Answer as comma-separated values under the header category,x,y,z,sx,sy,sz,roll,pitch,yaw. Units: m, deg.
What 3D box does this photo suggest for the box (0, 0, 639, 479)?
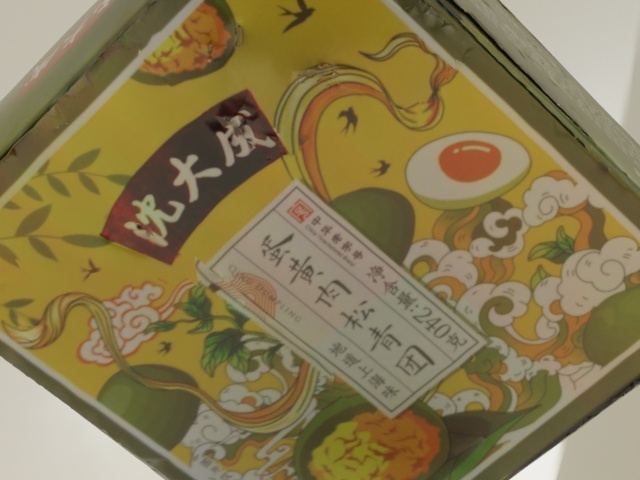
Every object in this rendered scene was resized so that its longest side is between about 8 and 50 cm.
category,x,y,z,sx,sy,sz,roll,pitch,yaw
box,0.000,0.000,0.975,0.373,0.138,0.420,-41,-68,21
